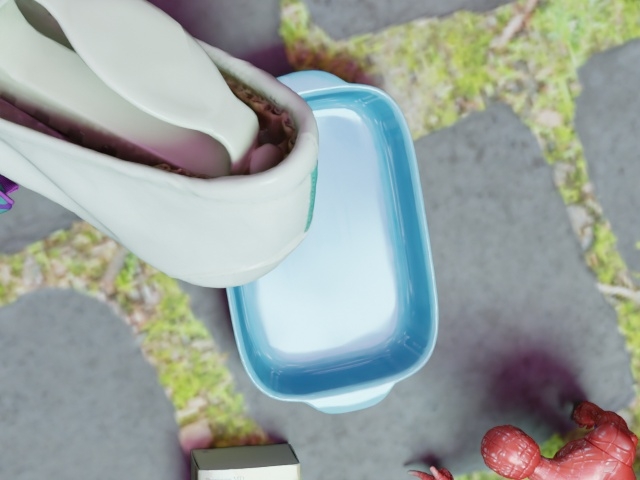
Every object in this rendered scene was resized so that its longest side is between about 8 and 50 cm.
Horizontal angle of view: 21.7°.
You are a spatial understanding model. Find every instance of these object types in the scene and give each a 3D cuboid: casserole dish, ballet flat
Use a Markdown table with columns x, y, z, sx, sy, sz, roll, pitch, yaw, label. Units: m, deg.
| x | y | z | sx | sy | sz | roll | pitch | yaw | label |
| --- | --- | --- | --- | --- | --- | --- | --- | --- | --- |
| 0.000 | 0.000 | 0.909 | 0.114 | 0.037 | 0.188 | -11 | 101 | -9 | casserole dish |
| -0.172 | -0.111 | 0.784 | 0.400 | 0.139 | 0.139 | 27 | 94 | -7 | ballet flat |

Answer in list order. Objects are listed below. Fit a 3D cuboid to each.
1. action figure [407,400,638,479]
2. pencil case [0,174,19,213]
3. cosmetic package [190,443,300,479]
| x | y | z | sx | sy | sz | roll | pitch | yaw | label |
| --- | --- | --- | --- | --- | --- | --- | --- | --- | --- |
| 0.168 | 0.152 | 0.951 | 0.280 | 0.139 | 0.091 | 32 | 89 | -37 | action figure |
| -0.225 | 0.013 | 0.852 | 0.152 | 0.064 | 0.070 | -49 | 143 | -1 | pencil case |
| -0.041 | 0.174 | 0.928 | 0.060 | 0.041 | 0.115 | -4 | 100 | -10 | cosmetic package |
